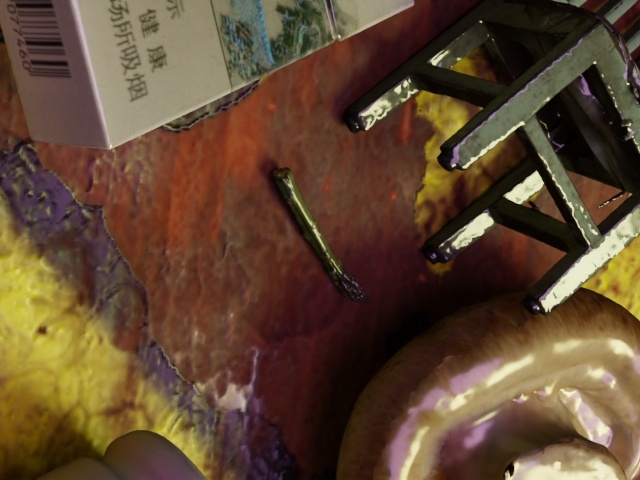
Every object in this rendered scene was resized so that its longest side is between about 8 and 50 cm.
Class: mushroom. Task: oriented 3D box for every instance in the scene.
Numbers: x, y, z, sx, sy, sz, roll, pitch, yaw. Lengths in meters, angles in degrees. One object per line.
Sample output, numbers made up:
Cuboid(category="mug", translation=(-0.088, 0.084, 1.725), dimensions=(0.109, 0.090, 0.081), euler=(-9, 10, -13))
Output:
Cuboid(category="mushroom", translation=(0.134, 0.163, 1.138), dimensions=(0.278, 0.146, 0.278), euler=(-3, 97, -25))

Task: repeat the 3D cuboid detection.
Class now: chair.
Cuboid(category="chair", translation=(0.171, -0.098, 1.097), dimensions=(0.270, 0.147, 0.136), euler=(-39, 118, -14))

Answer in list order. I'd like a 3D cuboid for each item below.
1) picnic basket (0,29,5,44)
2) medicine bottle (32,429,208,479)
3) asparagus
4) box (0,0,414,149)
Cuboid(category="picnic basket", translation=(-0.176, -0.145, 0.940), dimensions=(0.072, 0.072, 0.083), euler=(5, 127, -30))
Cuboid(category="medicine bottle", translation=(-0.189, 0.258, 0.950), dimensions=(0.315, 0.202, 0.202), euler=(-25, 114, -22))
Cuboid(category="asparagus", translation=(0.000, 0.000, 1.100), dimensions=(0.114, 0.015, 0.014), euler=(59, 39, -29))
Cuboid(category="box", translation=(-0.063, -0.170, 0.943), dimensions=(0.256, 0.069, 0.164), euler=(-31, 118, -41))
